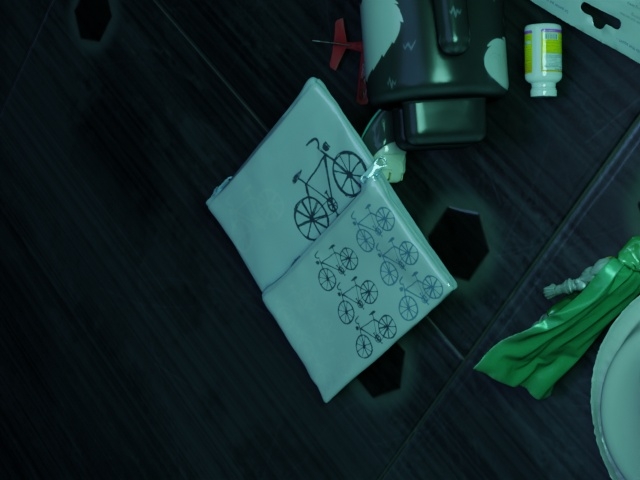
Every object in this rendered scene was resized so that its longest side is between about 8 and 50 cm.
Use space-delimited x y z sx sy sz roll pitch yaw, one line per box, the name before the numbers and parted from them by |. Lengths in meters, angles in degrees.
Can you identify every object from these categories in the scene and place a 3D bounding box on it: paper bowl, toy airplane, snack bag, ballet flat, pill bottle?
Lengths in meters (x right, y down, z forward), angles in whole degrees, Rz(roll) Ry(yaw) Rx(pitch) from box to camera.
paper bowl | 0.404 0.175 1.496 0.284 0.148 0.284 3 94 45
toy airplane | 0.051 -0.251 1.904 0.151 0.028 0.151 -1 89 44
snack bag | 0.000 0.000 1.889 0.342 0.037 0.323 59 137 14
ballet flat | 0.072 -0.083 1.861 0.074 0.074 0.203 53 130 29
pill bottle | 0.259 -0.209 1.694 0.043 0.043 0.083 1 91 44

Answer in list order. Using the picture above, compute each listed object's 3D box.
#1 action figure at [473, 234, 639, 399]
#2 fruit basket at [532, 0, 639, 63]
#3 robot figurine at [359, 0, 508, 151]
action figure | 0.290 0.079 1.638 0.232 0.137 0.063 -46 48 25
fruit basket | 0.345 -0.382 1.561 0.327 0.165 0.353 40 136 41
robot figurine | 0.130 -0.248 1.727 0.209 0.174 0.278 -5 88 43
